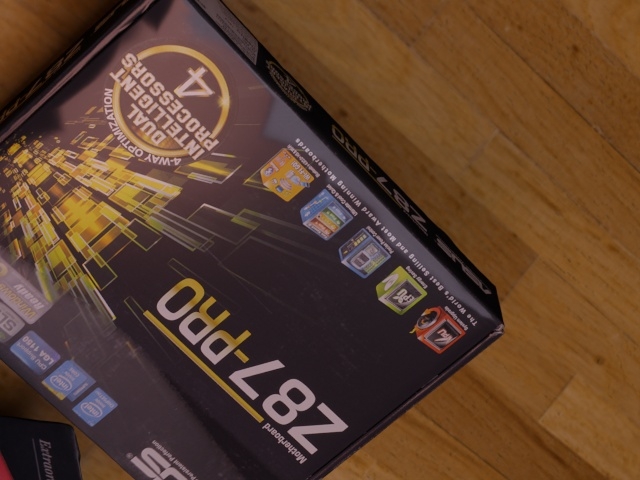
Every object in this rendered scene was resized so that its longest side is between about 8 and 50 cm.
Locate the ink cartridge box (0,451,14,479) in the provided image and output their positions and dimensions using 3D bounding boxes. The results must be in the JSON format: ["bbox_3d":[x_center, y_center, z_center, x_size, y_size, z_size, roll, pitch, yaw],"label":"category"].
[{"bbox_3d":[-0.337,0.133,1.302,0.158,0.218,0.092,0,137,-39],"label":"ink cartridge box"}]

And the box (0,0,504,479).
[{"bbox_3d":[-0.097,0.020,1.440,0.318,0.097,0.395,-39,109,15],"label":"box"}]

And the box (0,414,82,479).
[{"bbox_3d":[-0.378,0.287,1.345,0.395,0.293,0.212,11,127,-27],"label":"box"}]
